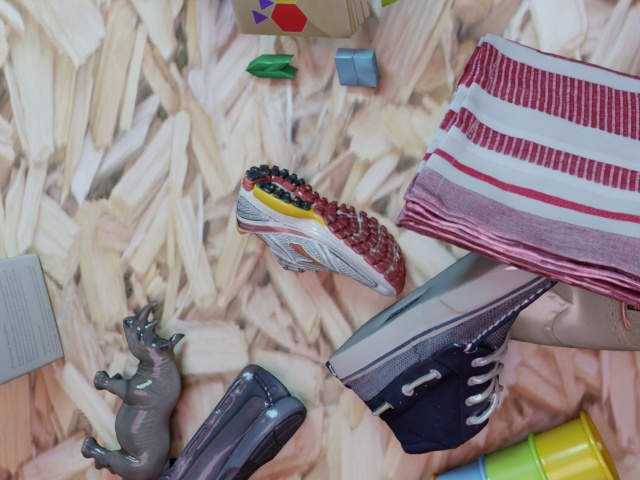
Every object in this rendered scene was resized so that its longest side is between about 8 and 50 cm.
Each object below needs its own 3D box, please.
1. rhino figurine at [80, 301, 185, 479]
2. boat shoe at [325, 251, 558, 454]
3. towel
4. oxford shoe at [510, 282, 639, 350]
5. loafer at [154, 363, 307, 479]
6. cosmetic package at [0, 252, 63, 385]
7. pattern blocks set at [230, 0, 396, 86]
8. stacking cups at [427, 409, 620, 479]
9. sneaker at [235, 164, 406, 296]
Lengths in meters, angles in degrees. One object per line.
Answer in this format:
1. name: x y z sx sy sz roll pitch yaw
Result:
1. rhino figurine: -0.229 0.195 0.977 0.106 0.073 0.243 13 97 16
2. boat shoe: 0.159 0.114 0.804 0.158 0.127 0.340 51 139 0
3. towel: 0.230 -0.088 0.731 0.237 0.329 0.037 19 136 11
4. oxford shoe: 0.351 0.048 0.778 0.396 0.146 0.141 -9 95 18
5. loafer: -0.144 0.285 0.961 0.302 0.109 0.095 -47 64 7
6. cosmetic package: -0.452 0.112 0.967 0.151 0.183 0.151 -13 91 15
7. pattern blocks set: -0.037 -0.291 0.796 0.285 0.325 0.026 12 56 9
8. stacking cups: 0.175 0.299 0.875 0.316 0.096 0.096 -28 88 15
9. sneaker: 0.000 0.000 0.908 0.225 0.088 0.093 32 122 9
